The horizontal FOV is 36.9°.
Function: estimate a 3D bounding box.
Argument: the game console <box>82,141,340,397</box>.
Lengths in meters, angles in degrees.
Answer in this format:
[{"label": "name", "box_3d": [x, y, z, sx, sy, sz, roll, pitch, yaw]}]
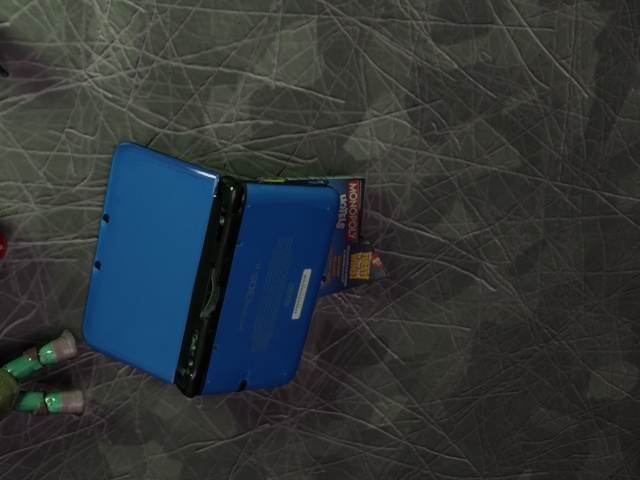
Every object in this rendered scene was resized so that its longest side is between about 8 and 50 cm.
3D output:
[{"label": "game console", "box_3d": [-0.144, 0.036, 1.254, 0.250, 0.173, 0.293, 0, 114, -37]}]

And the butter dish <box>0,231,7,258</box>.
[{"label": "butter dish", "box_3d": [-0.428, 0.004, 1.132, 0.118, 0.160, 0.160, 6, 109, -47]}]

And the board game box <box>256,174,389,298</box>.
[{"label": "board game box", "box_3d": [0.000, 0.000, 1.322, 0.194, 0.060, 0.194, -3, 111, -20]}]

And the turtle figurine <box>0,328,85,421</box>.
[{"label": "turtle figurine", "box_3d": [-0.424, 0.190, 1.212, 0.234, 0.118, 0.175, -7, 112, -24]}]

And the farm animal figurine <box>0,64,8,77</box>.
[{"label": "farm animal figurine", "box_3d": [-0.528, -0.250, 0.965, 0.330, 0.172, 0.326, -25, 116, -10]}]
